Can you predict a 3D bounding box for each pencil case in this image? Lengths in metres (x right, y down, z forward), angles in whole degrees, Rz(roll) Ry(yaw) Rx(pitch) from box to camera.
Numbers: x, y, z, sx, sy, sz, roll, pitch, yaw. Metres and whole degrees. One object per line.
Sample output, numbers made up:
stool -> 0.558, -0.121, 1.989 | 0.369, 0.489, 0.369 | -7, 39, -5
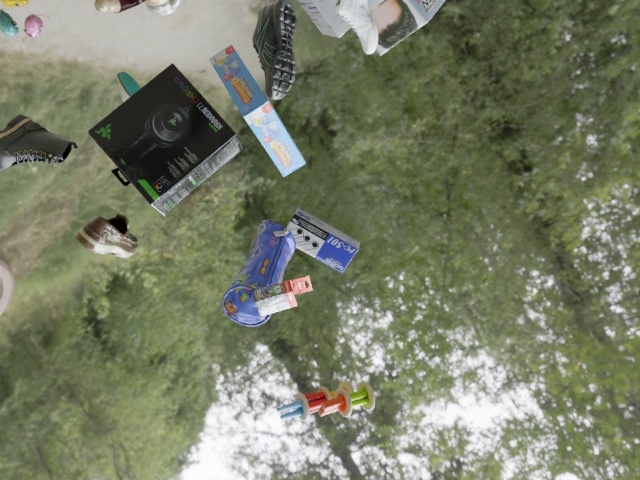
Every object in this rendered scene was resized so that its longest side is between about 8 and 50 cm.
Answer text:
pencil case -> -0.143, 0.073, 1.558 | 0.133, 0.119, 0.306 | -49, -167, 35

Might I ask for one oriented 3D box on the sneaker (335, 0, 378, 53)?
sneaker -> 0.058, -0.390, 1.069 | 0.061, 0.152, 0.053 | -23, -149, -8

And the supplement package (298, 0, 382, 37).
supplement package -> 0.078, -0.538, 1.213 | 0.262, 0.145, 0.204 | -38, -159, 5

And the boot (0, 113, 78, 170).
boot -> -0.630, -0.180, 1.335 | 0.077, 0.137, 0.198 | 121, -7, -54

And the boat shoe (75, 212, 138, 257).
boat shoe -> -0.510, -0.017, 1.572 | 0.095, 0.095, 0.257 | -53, 177, 1

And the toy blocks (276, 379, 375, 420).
toy blocks -> 0.006, 0.296, 1.132 | 0.148, 0.054, 0.123 | -8, 174, -29

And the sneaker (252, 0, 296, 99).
sneaker -> -0.129, -0.522, 1.720 | 0.106, 0.267, 0.101 | 7, -176, 32

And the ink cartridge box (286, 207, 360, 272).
ink cartridge box -> 0.000, 0.000, 1.786 | 0.097, 0.207, 0.046 | -59, -176, 30

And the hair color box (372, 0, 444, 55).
hair color box -> 0.108, -0.661, 1.524 | 0.185, 0.374, 0.113 | -21, -152, 55

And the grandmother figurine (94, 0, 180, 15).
grandmother figurine -> -0.357, -0.515, 1.155 | 0.208, 0.104, 0.342 | -51, 168, 6

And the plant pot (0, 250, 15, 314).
plant pot -> -0.700, 0.061, 1.173 | 0.229, 0.263, 0.263 | 22, -139, 31

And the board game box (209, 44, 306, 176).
board game box -> -0.192, -0.396, 1.925 | 0.086, 0.302, 0.308 | -32, -126, 2

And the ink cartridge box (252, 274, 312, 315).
ink cartridge box -> -0.071, 0.109, 1.227 | 0.115, 0.063, 0.029 | -16, -124, -2

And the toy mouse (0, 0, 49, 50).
toy mouse -> -0.707, -0.507, 1.458 | 0.161, 0.143, 0.031 | 19, -143, 5

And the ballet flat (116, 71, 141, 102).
ballet flat -> -0.610, -0.452, 2.090 | 0.086, 0.248, 0.086 | -41, 176, -3

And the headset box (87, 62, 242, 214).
headset box -> -0.380, -0.238, 1.524 | 0.283, 0.246, 0.131 | -40, 173, -6
